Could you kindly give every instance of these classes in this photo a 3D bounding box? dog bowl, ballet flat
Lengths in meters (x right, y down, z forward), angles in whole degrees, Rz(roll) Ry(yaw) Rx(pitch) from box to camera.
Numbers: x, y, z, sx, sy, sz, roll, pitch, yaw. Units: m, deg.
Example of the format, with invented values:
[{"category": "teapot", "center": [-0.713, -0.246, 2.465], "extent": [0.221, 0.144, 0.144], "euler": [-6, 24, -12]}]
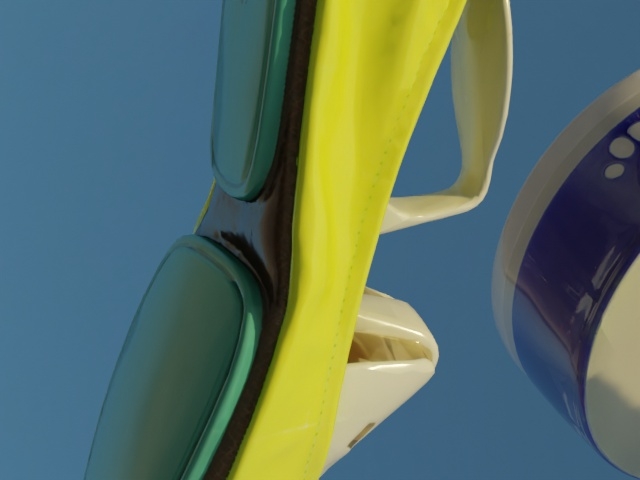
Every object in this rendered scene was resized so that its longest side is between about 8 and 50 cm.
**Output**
[{"category": "dog bowl", "center": [0.243, 0.018, 0.885], "extent": [0.265, 0.264, 0.104], "euler": [-58, -141, 17]}, {"category": "ballet flat", "center": [0.000, 0.000, 0.360], "extent": [0.077, 0.077, 0.231], "euler": [42, -60, 61]}]
